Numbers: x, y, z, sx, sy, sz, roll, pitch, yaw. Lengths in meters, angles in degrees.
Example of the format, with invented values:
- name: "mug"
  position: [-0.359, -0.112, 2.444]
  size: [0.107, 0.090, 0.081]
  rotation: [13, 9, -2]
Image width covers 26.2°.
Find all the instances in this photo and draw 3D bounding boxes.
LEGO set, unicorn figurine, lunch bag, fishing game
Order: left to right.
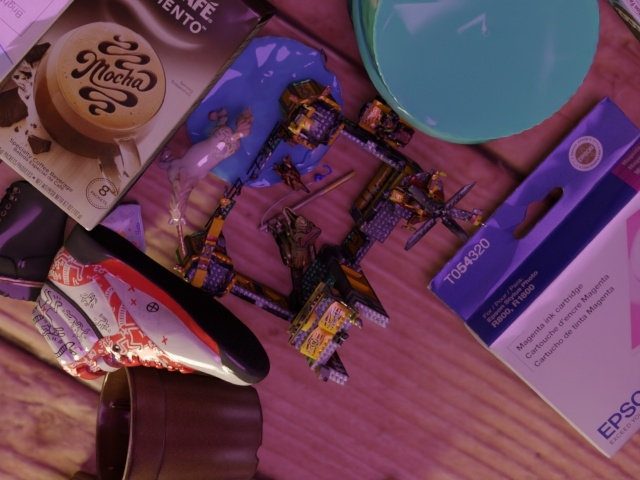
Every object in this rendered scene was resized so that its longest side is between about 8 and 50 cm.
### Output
- name: "lunch bag"
  position: [-0.238, 0.000, 1.577]
  size: [0.071, 0.053, 0.083]
  rotation: [-9, 98, -12]
- name: "unicorn figurine"
  position: [-0.135, -0.082, 1.508]
  size: [0.060, 0.111, 0.162]
  rotation: [32, 103, -25]
- name: "fishing game"
  position: [-0.064, -0.150, 1.580]
  size: [0.189, 0.041, 0.264]
  rotation: [-35, 117, 0]
- name: "LEGO set"
  position: [0.000, 0.000, 1.533]
  size: [0.255, 0.192, 0.331]
  rotation: [38, 100, -25]

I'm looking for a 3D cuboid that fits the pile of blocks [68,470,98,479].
- name: "pile of blocks"
  position: [-0.165, 0.386, 1.653]
  size: [0.362, 0.149, 0.113]
  rotation: [15, 102, -17]

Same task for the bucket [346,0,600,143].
- name: "bucket"
  position: [0.167, -0.250, 1.499]
  size: [0.281, 0.183, 0.281]
  rotation: [-1, 115, -2]

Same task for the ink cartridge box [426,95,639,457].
- name: "ink cartridge box"
  position: [0.354, 0.051, 1.685]
  size: [0.330, 0.071, 0.324]
  rotation: [41, 94, -22]

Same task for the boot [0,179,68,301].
- name: "boot"
  position: [-0.379, -0.015, 1.538]
  size: [0.198, 0.077, 0.137]
  rotation: [11, 99, -29]

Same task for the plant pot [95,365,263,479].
- name: "plant pot"
  position: [-0.163, 0.224, 1.607]
  size: [0.165, 0.167, 0.167]
  rotation: [6, 104, -21]

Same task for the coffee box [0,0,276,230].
- name: "coffee box"
  position: [-0.206, -0.182, 1.453]
  size: [0.168, 0.119, 0.297]
  rotation: [39, 105, -4]

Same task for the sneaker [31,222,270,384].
- name: "sneaker"
  position: [-0.192, 0.110, 1.509]
  size: [0.270, 0.090, 0.145]
  rotation: [36, 107, 8]

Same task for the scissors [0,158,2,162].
- name: "scissors"
  position: [-0.459, -0.012, 1.538]
  size: [0.297, 0.021, 0.109]
  rotation: [-30, 143, -20]

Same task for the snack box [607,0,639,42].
- name: "snack box"
  position: [0.371, -0.389, 1.595]
  size: [0.187, 0.060, 0.322]
  rotation: [-42, 110, 2]

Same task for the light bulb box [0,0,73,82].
- name: "light bulb box"
  position: [-0.489, -0.246, 1.359]
  size: [0.358, 0.225, 0.361]
  rotation: [41, 93, -20]
